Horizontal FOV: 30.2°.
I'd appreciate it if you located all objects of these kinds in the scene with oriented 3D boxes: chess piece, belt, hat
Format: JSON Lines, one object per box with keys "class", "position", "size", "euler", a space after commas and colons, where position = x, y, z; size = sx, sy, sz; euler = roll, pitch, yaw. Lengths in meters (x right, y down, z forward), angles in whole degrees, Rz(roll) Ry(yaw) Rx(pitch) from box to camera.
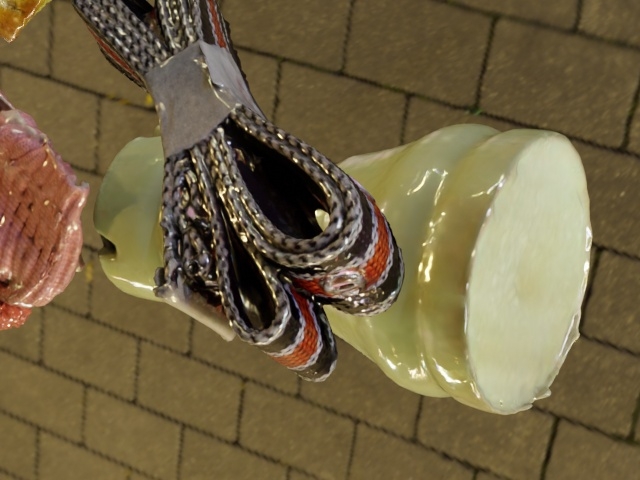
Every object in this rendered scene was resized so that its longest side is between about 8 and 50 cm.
{"class": "chess piece", "position": [0.000, 0.000, 1.080], "size": [0.442, 0.234, 0.234], "euler": [9, 113, 35]}
{"class": "belt", "position": [-0.069, -0.081, 0.729], "size": [0.126, 0.094, 0.359], "euler": [-33, 59, 9]}
{"class": "hat", "position": [-0.324, -0.019, 1.239], "size": [0.237, 0.107, 0.286], "euler": [42, 130, 33]}

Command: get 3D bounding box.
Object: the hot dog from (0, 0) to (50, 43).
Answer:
{"class": "hot dog", "position": [-0.093, -0.149, 0.361], "size": [0.078, 0.061, 0.169], "euler": [9, 111, 2]}
